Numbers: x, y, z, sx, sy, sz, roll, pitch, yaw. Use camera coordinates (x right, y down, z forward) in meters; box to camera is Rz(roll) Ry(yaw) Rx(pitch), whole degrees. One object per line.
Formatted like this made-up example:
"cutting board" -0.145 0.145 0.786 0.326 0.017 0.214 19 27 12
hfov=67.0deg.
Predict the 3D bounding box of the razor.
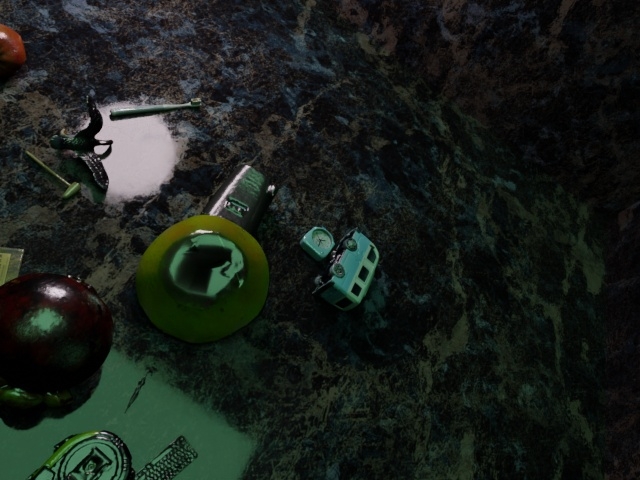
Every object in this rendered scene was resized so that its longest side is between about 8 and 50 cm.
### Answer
"razor" -0.279 -0.103 1.629 0.189 0.107 0.327 32 55 -8

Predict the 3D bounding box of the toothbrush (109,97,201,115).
"toothbrush" -0.587 -0.482 1.752 0.342 0.030 0.025 -20 67 -35

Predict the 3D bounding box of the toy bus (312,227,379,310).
"toy bus" 0.104 0.105 1.707 0.164 0.133 0.272 37 51 -10

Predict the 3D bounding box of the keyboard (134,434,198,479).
"keyboard" -0.407 0.575 1.175 0.072 0.023 0.231 48 49 10

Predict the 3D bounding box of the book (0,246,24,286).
"book" -0.891 0.078 1.216 0.228 0.024 0.160 8 54 -25

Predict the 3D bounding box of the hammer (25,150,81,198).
"hammer" -0.813 -0.198 1.445 0.195 0.028 0.060 37 56 0

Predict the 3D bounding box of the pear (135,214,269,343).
"pear" -0.319 0.092 1.376 0.398 0.165 0.400 6 73 -19

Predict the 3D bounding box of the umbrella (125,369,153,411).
"umbrella" -0.477 0.389 1.261 0.022 0.013 0.122 49 44 -23

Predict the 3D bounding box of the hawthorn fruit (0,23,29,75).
"hawthorn fruit" -1.012 -0.620 1.527 0.162 0.163 0.204 12 39 -23

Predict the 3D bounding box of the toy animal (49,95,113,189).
"toy animal" -0.728 -0.316 1.506 0.160 0.273 0.197 4 19 -8

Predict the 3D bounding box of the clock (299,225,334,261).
"clock" 0.000 -0.001 1.771 0.108 0.045 0.147 43 48 0

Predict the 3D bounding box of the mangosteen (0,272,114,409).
"mangosteen" -0.637 0.223 1.108 0.310 0.311 0.312 15 54 -21

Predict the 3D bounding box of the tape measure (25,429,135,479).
"tape measure" -0.522 0.518 1.084 0.199 0.112 0.186 37 45 2
